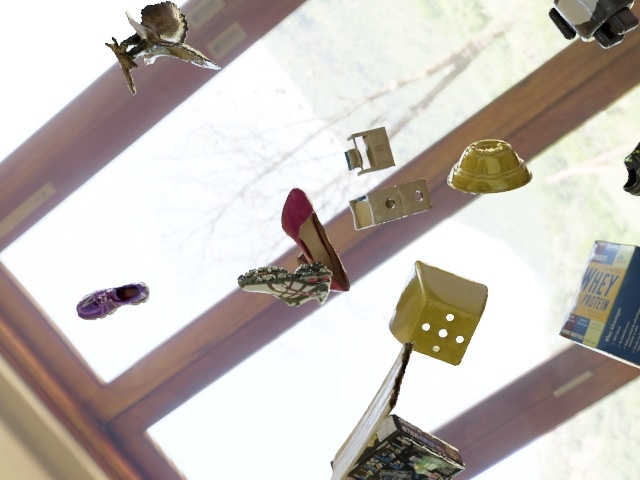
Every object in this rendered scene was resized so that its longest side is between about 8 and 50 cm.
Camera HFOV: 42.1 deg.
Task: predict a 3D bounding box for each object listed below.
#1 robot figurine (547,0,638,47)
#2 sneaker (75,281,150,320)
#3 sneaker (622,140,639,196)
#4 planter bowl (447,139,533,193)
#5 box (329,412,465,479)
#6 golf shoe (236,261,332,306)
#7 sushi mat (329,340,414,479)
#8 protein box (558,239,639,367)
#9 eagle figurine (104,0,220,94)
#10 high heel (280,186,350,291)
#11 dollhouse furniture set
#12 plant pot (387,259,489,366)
[{"bbox_3d":[0.741,-0.663,2.286,0.278,0.209,0.173,53,-168,9],"label":"robot figurine"},{"bbox_3d":[-0.461,0.124,1.826,0.071,0.170,0.068,66,-176,-77],"label":"sneaker"},{"bbox_3d":[0.739,-0.190,1.908,0.067,0.078,0.188,-109,23,-67],"label":"sneaker"},{"bbox_3d":[0.429,-0.200,2.116,0.217,0.217,0.090,-92,-6,-65],"label":"planter bowl"},{"bbox_3d":[0.157,0.449,1.662,0.220,0.175,0.051,34,-157,-34],"label":"box"},{"bbox_3d":[-0.099,0.134,2.341,0.105,0.273,0.120,-127,38,-64],"label":"golf shoe"},{"bbox_3d":[0.067,0.310,1.340,0.019,0.316,0.151,26,-143,0],"label":"sushi mat"},{"bbox_3d":[0.587,0.128,1.526,0.201,0.199,0.136,22,179,-13],"label":"protein box"},{"bbox_3d":[-0.459,-0.569,2.401,0.225,0.298,0.226,21,128,56],"label":"eagle figurine"},{"bbox_3d":[0.000,0.000,2.452,0.181,0.127,0.377,26,152,30],"label":"high heel"},{"bbox_3d":[0.126,-0.130,1.696,0.129,0.129,0.183,164,91,-74],"label":"dollhouse furniture set"},{"bbox_3d":[0.305,0.203,2.122,0.212,0.212,0.187,21,-163,-2],"label":"plant pot"}]
